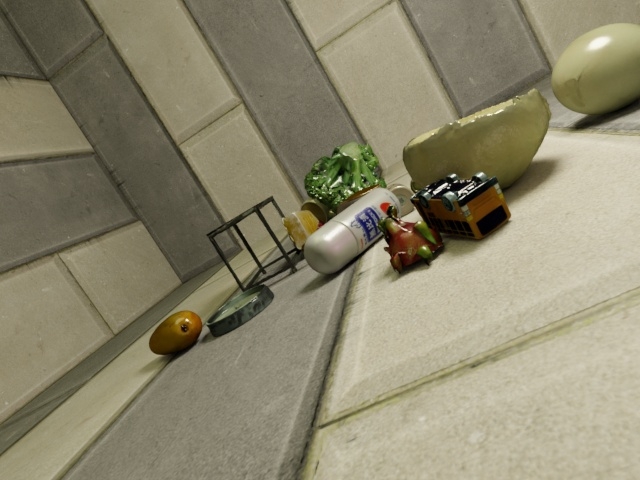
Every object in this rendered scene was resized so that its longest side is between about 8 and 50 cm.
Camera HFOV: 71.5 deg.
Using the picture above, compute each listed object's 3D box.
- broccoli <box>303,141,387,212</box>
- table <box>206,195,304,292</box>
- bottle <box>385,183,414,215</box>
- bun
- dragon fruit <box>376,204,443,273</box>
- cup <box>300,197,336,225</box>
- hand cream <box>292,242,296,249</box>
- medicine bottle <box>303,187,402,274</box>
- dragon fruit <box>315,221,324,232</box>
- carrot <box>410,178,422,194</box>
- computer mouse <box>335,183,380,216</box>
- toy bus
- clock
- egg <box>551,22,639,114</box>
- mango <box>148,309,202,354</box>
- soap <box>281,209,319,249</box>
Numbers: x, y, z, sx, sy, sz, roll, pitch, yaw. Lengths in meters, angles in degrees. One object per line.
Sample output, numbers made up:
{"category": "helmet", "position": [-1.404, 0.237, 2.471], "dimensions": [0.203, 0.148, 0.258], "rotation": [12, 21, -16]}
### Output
{"category": "broccoli", "position": [0.117, -0.273, 1.999], "dimensions": [0.413, 0.321, 0.310], "rotation": [-30, 0, -30]}
{"category": "table", "position": [-0.230, 0.011, 1.711], "dimensions": [0.222, 0.272, 0.335], "rotation": [-29, 8, 10]}
{"category": "bottle", "position": [0.266, -0.147, 1.506], "dimensions": [0.110, 0.097, 0.209], "rotation": [-12, 11, 6]}
{"category": "bun", "position": [0.392, -0.215, 1.105], "dimensions": [0.364, 0.202, 0.364], "rotation": [-24, 7, 3]}
{"category": "dragon fruit", "position": [0.179, 0.001, 0.951], "dimensions": [0.138, 0.175, 0.142], "rotation": [-24, -27, -29]}
{"category": "cup", "position": [0.047, -0.179, 2.199], "dimensions": [0.255, 0.173, 0.202], "rotation": [-23, 13, 46]}
{"category": "hand cream", "position": [-0.088, -0.016, 1.918], "dimensions": [0.084, 0.142, 0.053], "rotation": [-4, 34, -33]}
{"category": "medicine bottle", "position": [0.090, -0.025, 1.285], "dimensions": [0.341, 0.130, 0.130], "rotation": [-36, 10, -34]}
{"category": "dragon fruit", "position": [-0.002, 0.001, 1.703], "dimensions": [0.063, 0.097, 0.131], "rotation": [-30, 27, 33]}
{"category": "carrot", "position": [0.374, -0.209, 1.551], "dimensions": [0.087, 0.087, 0.193], "rotation": [-25, 4, 35]}
{"category": "computer mouse", "position": [0.143, -0.138, 1.699], "dimensions": [0.158, 0.072, 0.310], "rotation": [-28, -10, -11]}
{"category": "toy bus", "position": [0.284, -0.070, 0.922], "dimensions": [0.098, 0.114, 0.201], "rotation": [-33, 14, -10]}
{"category": "clock", "position": [-0.249, 0.211, 1.376], "dimensions": [0.226, 0.049, 0.226], "rotation": [-29, 9, 5]}
{"category": "egg", "position": [0.733, -0.438, 1.152], "dimensions": [0.219, 0.219, 0.269], "rotation": [-31, 8, -3]}
{"category": "mango", "position": [-0.461, 0.297, 1.412], "dimensions": [0.253, 0.113, 0.138], "rotation": [-33, 9, 39]}
{"category": "soap", "position": [-0.061, -0.047, 1.781], "dimensions": [0.073, 0.140, 0.232], "rotation": [-30, -3, 17]}
